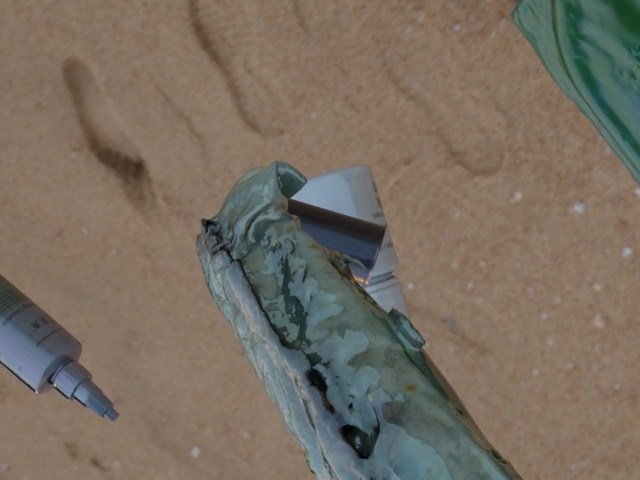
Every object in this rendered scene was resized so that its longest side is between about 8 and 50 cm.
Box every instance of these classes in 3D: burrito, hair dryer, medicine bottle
[{"bbox_3d":[0.029,0.087,0.569,0.309,0.066,0.096,55,153,34],"label":"burrito"},{"bbox_3d":[0.000,0.000,1.563,0.128,0.255,0.070,17,89,-2],"label":"hair dryer"},{"bbox_3d":[-0.244,0.087,1.104,0.199,0.057,0.058,38,136,14],"label":"medicine bottle"},{"bbox_3d":[0.044,0.018,2.025,0.144,0.144,0.252,-18,86,39],"label":"medicine bottle"}]

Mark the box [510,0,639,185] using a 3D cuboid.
[{"bbox_3d":[0.261,-0.047,0.559,0.337,0.106,0.264,55,155,5],"label":"box"}]
